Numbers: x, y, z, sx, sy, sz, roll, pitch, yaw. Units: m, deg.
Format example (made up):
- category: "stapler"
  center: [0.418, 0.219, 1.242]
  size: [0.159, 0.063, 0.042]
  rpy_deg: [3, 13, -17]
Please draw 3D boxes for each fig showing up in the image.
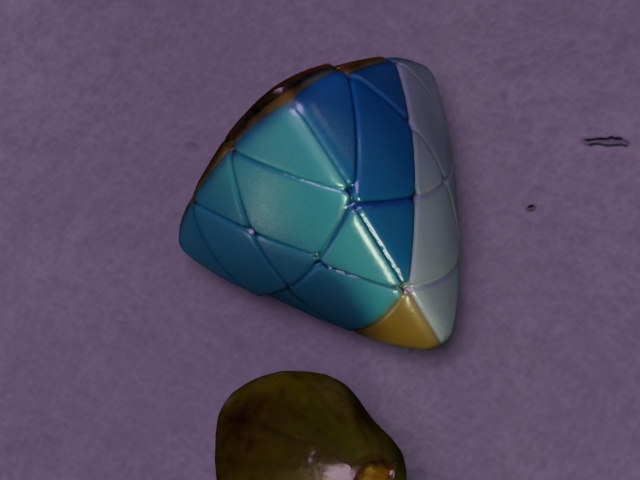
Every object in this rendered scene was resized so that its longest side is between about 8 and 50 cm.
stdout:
- category: "fig"
  center: [-0.002, 0.176, 1.233]
  size: [0.144, 0.166, 0.154]
  rpy_deg: [-4, 99, -24]

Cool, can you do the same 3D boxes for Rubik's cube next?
- category: "Rubik's cube"
  center: [0.000, 0.000, 1.306]
  size: [0.254, 0.254, 0.254]
  rpy_deg: [-4, 70, 11]
